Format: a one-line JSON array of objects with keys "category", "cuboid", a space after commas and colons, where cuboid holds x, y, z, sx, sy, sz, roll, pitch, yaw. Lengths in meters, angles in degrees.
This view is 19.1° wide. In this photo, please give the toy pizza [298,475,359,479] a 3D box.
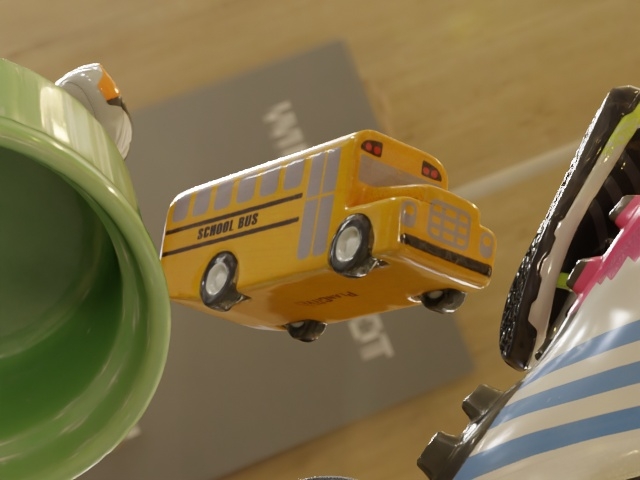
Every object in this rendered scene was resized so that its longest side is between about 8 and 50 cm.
[{"category": "toy pizza", "cuboid": [-0.006, 0.317, 1.862, 0.201, 0.201, 0.032, 55, -11, 45]}]

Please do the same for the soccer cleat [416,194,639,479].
[{"category": "soccer cleat", "cuboid": [0.192, 0.089, 1.154, 0.143, 0.331, 0.116, 33, -25, 17]}]

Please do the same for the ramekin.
[{"category": "ramekin", "cuboid": [-0.255, 0.021, 1.275, 0.148, 0.303, 0.303, -103, 180, -58]}]

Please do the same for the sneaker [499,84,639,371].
[{"category": "sneaker", "cuboid": [0.201, -0.005, 1.287, 0.097, 0.235, 0.084, 27, -23, 3]}]

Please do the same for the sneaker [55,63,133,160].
[{"category": "sneaker", "cuboid": [-0.278, -0.073, 1.776, 0.262, 0.121, 0.099, -34, -96, 44]}]

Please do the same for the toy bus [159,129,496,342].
[{"category": "toy bus", "cuboid": [0.000, 0.000, 1.558, 0.332, 0.108, 0.130, -16, -121, 51]}]
